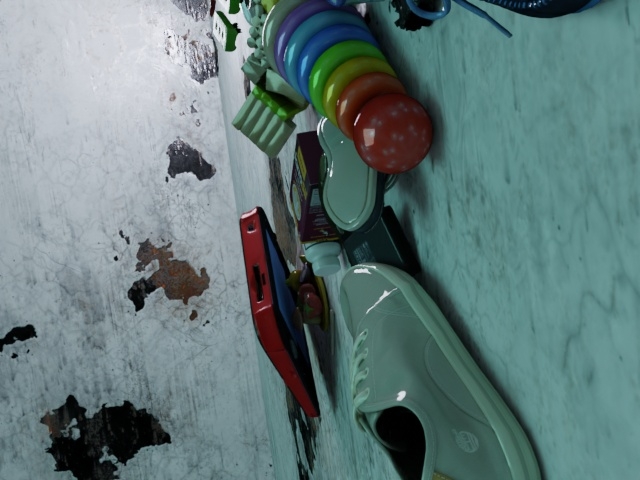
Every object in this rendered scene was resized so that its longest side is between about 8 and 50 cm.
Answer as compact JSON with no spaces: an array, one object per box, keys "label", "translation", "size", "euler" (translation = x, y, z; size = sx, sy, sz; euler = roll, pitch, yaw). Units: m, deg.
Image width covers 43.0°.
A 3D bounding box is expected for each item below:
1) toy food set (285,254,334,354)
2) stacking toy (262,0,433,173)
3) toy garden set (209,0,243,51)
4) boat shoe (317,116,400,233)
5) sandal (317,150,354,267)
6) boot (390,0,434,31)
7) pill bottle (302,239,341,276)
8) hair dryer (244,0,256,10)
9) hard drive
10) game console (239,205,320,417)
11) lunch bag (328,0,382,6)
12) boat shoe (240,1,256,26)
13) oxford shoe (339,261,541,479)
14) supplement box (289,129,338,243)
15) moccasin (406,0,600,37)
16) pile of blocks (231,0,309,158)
[{"label":"toy food set","translation":[-0.031,0.126,1.694],"size":[0.218,0.071,0.128],"euler":[-111,16,-46]},{"label":"stacking toy","translation":[0.043,-0.192,0.989],"size":[0.330,0.141,0.141],"euler":[-123,25,-47]},{"label":"toy garden set","translation":[-0.160,-0.494,1.475],"size":[0.204,0.049,0.244],"euler":[-121,34,-53]},{"label":"boat shoe","translation":[0.050,-0.088,1.044],"size":[0.079,0.095,0.255],"euler":[37,-158,-30]},{"label":"sandal","translation":[0.056,-0.033,1.189],"size":[0.219,0.060,0.090],"euler":[63,155,10]},{"label":"boot","translation":[0.092,-0.280,0.831],"size":[0.121,0.045,0.099],"euler":[95,166,-75]},{"label":"pill bottle","translation":[0.000,0.000,1.454],"size":[0.067,0.067,0.120],"euler":[105,154,-64]},{"label":"hair dryer","translation":[-0.096,-0.509,1.529],"size":[0.294,0.080,0.224],"euler":[92,162,-52]},{"label":"hard drive","translation":[0.079,0.020,1.081],"size":[0.094,0.022,0.135],"euler":[65,156,10]},{"label":"game console","translation":[-0.081,0.148,1.773],"size":[0.342,0.060,0.387],"euler":[64,-170,-45]},{"label":"lunch bag","translation":[0.028,-0.399,0.960],"size":[0.176,0.090,0.219],"euler":[-117,20,-50]},{"label":"boat shoe","translation":[-0.139,-0.557,1.757],"size":[0.063,0.066,0.184],"euler":[-148,60,-77]},{"label":"oxford shoe","translation":[0.088,0.158,0.928],"size":[0.449,0.130,0.169],"euler":[-123,23,-58]},{"label":"supplement box","translation":[0.001,-0.087,1.345],"size":[0.188,0.080,0.104],"euler":[101,158,-59]},{"label":"moccasin","translation":[0.101,-0.237,0.633],"size":[0.342,0.116,0.138],"euler":[-121,24,-62]},{"label":"pile of blocks","translation":[-0.059,-0.335,1.470],"size":[0.112,0.148,0.362],"euler":[-40,-34,-51]}]
